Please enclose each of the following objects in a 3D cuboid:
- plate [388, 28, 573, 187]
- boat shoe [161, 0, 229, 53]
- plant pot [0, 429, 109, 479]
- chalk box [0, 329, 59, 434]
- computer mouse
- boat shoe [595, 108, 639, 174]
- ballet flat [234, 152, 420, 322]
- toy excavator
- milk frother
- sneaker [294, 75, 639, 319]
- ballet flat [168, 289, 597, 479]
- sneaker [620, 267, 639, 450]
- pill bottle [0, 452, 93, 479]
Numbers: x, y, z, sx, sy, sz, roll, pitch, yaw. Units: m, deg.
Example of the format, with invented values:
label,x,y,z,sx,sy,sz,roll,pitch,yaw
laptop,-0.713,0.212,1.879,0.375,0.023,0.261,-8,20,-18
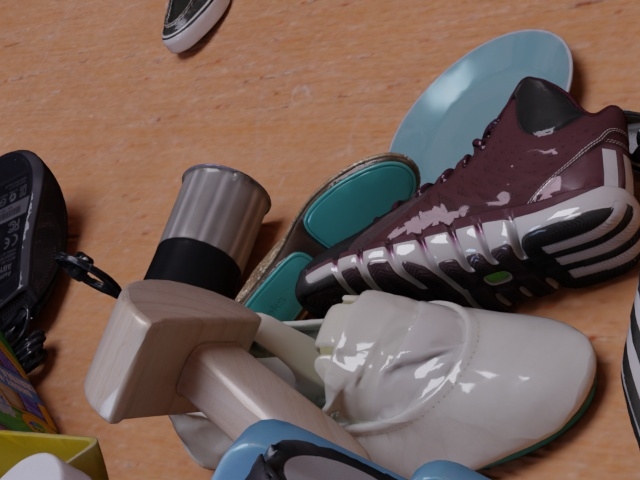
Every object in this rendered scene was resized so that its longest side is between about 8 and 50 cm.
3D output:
label,x,y,z,sx,sy,sz,roll,pitch,yaw
plate,0.133,-0.093,1.587,0.188,0.024,0.188,-31,33,23
boat shoe,-0.131,-0.297,2.104,0.077,0.070,0.219,-15,43,42
plant pot,-0.261,0.274,1.448,0.212,0.187,0.212,-35,20,-36
chalk box,-0.346,0.177,1.691,0.180,0.179,0.289,-45,41,4
computer mouse,-0.311,0.038,1.950,0.188,0.072,0.272,-19,53,36
boat shoe,0.240,-0.070,1.411,0.046,0.038,0.125,-51,31,-7
ballet flat,0.000,0.000,1.586,0.206,0.073,0.067,-44,13,13
toy excavator,0.007,0.191,1.171,0.222,0.433,0.445,-66,-8,14
milk frother,-0.137,0.000,1.695,0.129,0.143,0.135,-22,40,47
sneaker,0.114,-0.029,1.446,0.281,0.106,0.162,-14,52,30
ballet flat,0.010,0.099,1.411,0.400,0.139,0.139,-9,47,46
sneaker,0.340,0.120,0.995,0.447,0.169,0.257,35,126,37
pill bottle,-0.125,0.240,1.317,0.121,0.221,0.121,-36,32,27
